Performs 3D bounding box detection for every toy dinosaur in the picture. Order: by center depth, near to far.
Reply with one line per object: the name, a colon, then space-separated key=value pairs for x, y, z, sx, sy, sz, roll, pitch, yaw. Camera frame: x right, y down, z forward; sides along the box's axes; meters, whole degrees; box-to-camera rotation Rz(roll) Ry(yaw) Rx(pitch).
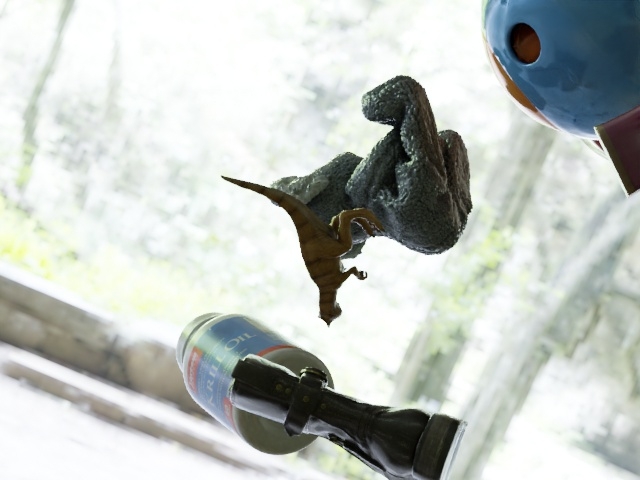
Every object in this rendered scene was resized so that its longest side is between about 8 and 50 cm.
toy dinosaur: x=0.000 y=0.000 z=1.567 sx=0.064 sy=0.112 sz=0.211 roll=38 pitch=-23 yaw=57

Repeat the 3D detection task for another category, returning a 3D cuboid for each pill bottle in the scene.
pill bottle: x=-0.084 y=0.154 z=1.800 sx=0.124 sy=0.124 sz=0.221 roll=23 pitch=1 yaw=-30

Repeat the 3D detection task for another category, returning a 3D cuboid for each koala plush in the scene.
koala plush: x=0.056 y=-0.055 z=1.932 sx=0.221 sy=0.203 sz=0.196 roll=-17 pitch=-35 yaw=21

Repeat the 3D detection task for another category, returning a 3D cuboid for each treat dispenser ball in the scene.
treat dispenser ball: x=0.325 y=-0.258 z=1.799 sx=0.288 sy=0.288 sz=0.288 roll=24 pitch=1 yaw=0

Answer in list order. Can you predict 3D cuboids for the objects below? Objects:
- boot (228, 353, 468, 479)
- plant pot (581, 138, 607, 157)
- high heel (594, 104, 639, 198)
boot: x=0.022 y=0.174 z=1.540 sx=0.229 sy=0.091 sz=0.263 roll=19 pitch=-15 yaw=9
plant pot: x=0.434 y=-0.204 z=2.064 sx=0.275 sy=0.275 sz=0.243 roll=24 pitch=-3 yaw=1
high heel: x=0.417 y=0.012 z=1.464 sx=0.377 sy=0.181 sz=0.127 roll=62 pitch=9 yaw=-3
